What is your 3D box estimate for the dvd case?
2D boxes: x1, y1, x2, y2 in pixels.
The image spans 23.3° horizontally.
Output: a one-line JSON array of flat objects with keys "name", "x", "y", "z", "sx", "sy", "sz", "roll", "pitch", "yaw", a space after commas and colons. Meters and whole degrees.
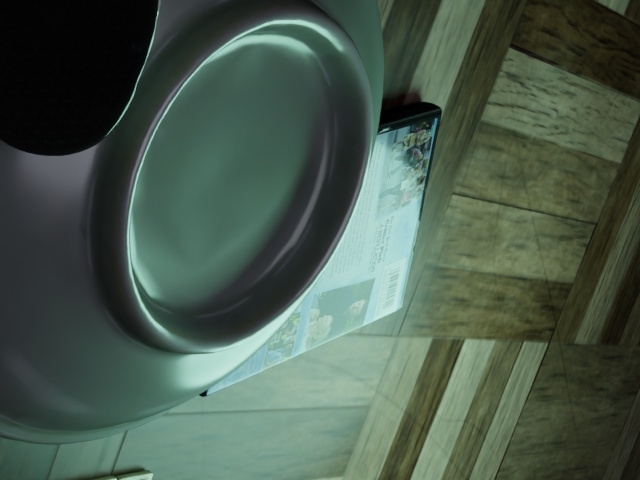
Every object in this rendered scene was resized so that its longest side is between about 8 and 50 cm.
[{"name": "dvd case", "x": 0.000, "y": 0.000, "z": 1.159, "sx": 0.253, "sy": 0.022, "sz": 0.180, "roll": -20, "pitch": 126, "yaw": -50}]

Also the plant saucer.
[{"name": "plant saucer", "x": -0.072, "y": -0.047, "z": 0.914, "sx": 0.400, "sy": 0.100, "sz": 0.400, "roll": -31, "pitch": 134, "yaw": -39}]

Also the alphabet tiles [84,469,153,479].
[{"name": "alphabet tiles", "x": -0.214, "y": 0.254, "z": 1.025, "sx": 0.237, "sy": 0.009, "sz": 0.198, "roll": 1, "pitch": 111, "yaw": -58}]

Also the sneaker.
[{"name": "sneaker", "x": -0.116, "y": -0.184, "z": 0.735, "sx": 0.145, "sy": 0.090, "sz": 0.270, "roll": -93, "pitch": -172, "yaw": -54}]
